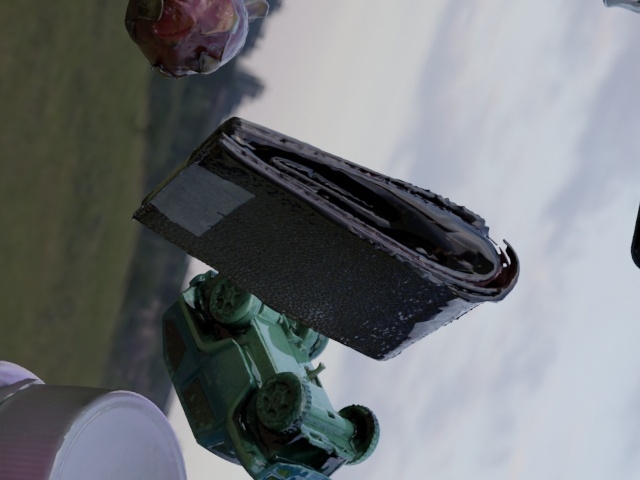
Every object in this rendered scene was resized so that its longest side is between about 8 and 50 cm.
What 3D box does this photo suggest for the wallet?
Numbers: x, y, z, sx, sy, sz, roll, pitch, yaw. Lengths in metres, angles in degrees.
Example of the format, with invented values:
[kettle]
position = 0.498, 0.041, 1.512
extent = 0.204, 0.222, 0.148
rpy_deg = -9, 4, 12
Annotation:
[wallet]
position = 0.000, 0.000, 1.513
extent = 0.221, 0.262, 0.071
rpy_deg = -34, -147, 63

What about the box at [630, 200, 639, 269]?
[box]
position = 0.232, -0.018, 1.147
extent = 0.054, 0.074, 0.099
rpy_deg = -74, 173, -78

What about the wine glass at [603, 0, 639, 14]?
[wine glass]
position = 0.361, -0.346, 1.990
extent = 0.165, 0.165, 0.196
rpy_deg = 125, -39, -69

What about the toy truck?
[toy truck]
position = -0.061, 0.159, 2.071
extent = 0.156, 0.155, 0.279
rpy_deg = -41, -130, 18

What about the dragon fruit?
[dragon fruit]
position = -0.116, -0.235, 1.956
extent = 0.125, 0.125, 0.246
rpy_deg = -37, 177, 27

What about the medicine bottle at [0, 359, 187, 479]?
[medicine bottle]
position = -0.283, 0.214, 1.544
extent = 0.241, 0.302, 0.241
rpy_deg = 3, 87, -59
